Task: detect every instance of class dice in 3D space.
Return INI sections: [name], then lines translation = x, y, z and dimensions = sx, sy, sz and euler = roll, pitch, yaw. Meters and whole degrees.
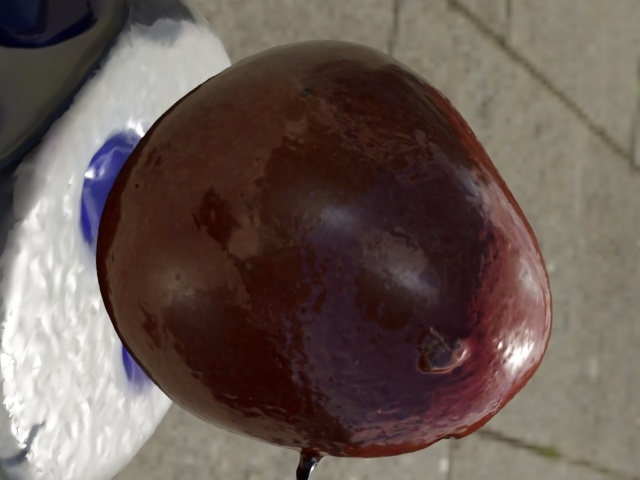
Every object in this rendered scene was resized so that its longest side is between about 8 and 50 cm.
[dice]
translation = -0.205, -0.017, 0.937
dimensions = 0.251, 0.259, 0.243
euler = 82, 30, -51

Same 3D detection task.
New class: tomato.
[tomato]
translation = 0.000, 0.000, 0.701
dimensions = 0.167, 0.167, 0.167
euler = 2, 90, -66
